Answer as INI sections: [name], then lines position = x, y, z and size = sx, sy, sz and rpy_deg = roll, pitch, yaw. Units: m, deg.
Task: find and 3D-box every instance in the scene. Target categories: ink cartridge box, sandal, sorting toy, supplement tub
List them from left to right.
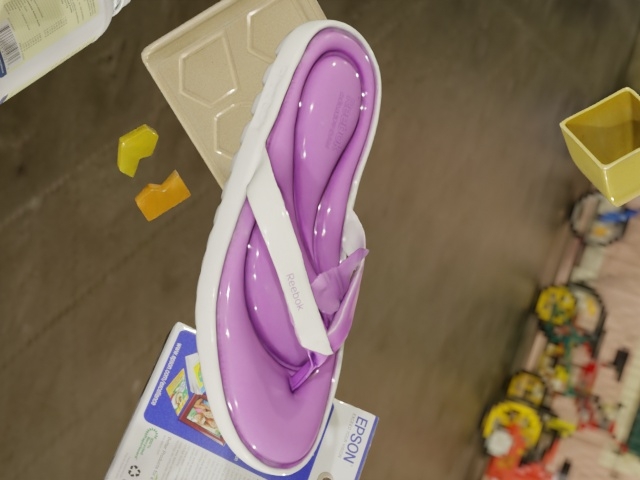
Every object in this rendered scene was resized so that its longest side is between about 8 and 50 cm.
[supplement tub]
position = -0.455, -0.354, 2.158
size = 0.325, 0.235, 0.235
rpy_deg = -41, 148, -32
[sorting toy]
position = -0.115, -0.167, 1.743
size = 0.307, 0.041, 0.229
rpy_deg = -32, 121, -2
[ink cartridge box]
position = -0.112, 0.302, 1.903
size = 0.072, 0.307, 0.304
rpy_deg = -49, -164, 56
[sandal]
position = -0.011, -0.003, 1.289
size = 0.169, 0.102, 0.416
rpy_deg = 16, 76, -41

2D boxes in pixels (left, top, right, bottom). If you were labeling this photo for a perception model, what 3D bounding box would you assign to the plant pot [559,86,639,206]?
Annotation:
[plant pot]
position = 0.293, -0.082, 1.434
size = 0.081, 0.081, 0.083
rpy_deg = -27, 137, -8
